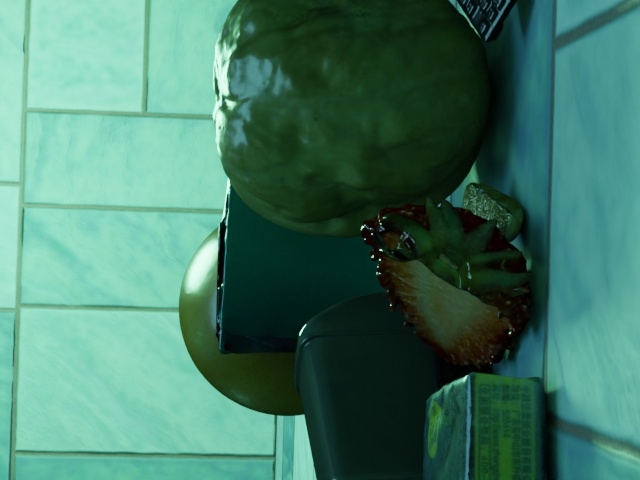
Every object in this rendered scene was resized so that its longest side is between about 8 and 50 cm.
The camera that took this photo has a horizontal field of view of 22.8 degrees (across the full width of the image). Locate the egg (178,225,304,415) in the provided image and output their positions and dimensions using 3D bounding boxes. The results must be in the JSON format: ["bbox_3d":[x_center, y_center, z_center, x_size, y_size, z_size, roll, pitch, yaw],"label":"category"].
[{"bbox_3d":[-0.043,0.090,2.088,0.351,0.282,0.282,171,101,-72],"label":"egg"}]

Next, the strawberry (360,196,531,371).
[{"bbox_3d":[0.111,0.028,1.385,0.087,0.167,0.208,-57,-5,-18],"label":"strawberry"}]

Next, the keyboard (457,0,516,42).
[{"bbox_3d":[0.112,-0.313,1.465,0.101,0.018,0.310,-60,41,38],"label":"keyboard"}]

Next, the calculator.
[{"bbox_3d":[0.000,0.000,1.891,0.058,0.248,0.274,79,-169,-84],"label":"calculator"}]

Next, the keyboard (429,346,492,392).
[{"bbox_3d":[0.129,0.091,1.512,0.204,0.061,0.013,-95,24,-48],"label":"keyboard"}]

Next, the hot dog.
[{"bbox_3d":[0.159,-0.025,1.403,0.090,0.034,0.030,43,123,57],"label":"hot dog"}]

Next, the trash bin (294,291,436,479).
[{"bbox_3d":[0.070,0.160,1.533,0.236,0.176,0.101,-100,14,-46],"label":"trash bin"}]

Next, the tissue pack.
[{"bbox_3d":[0.135,0.247,1.313,0.185,0.081,0.257,118,154,-77],"label":"tissue pack"}]

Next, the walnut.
[{"bbox_3d":[0.026,-0.140,1.548,0.282,0.277,0.253,74,-174,-69],"label":"walnut"}]
